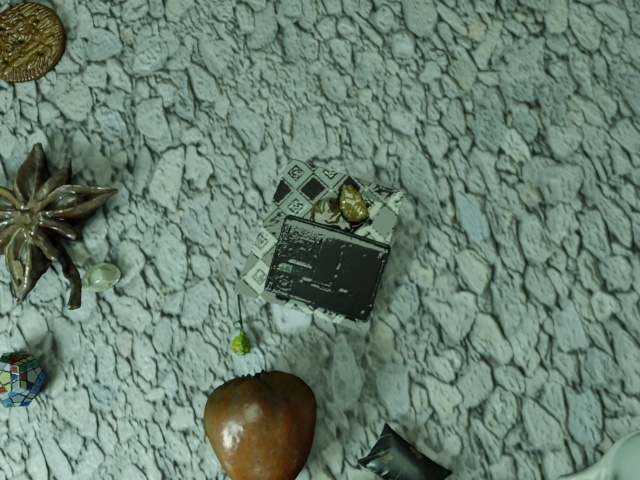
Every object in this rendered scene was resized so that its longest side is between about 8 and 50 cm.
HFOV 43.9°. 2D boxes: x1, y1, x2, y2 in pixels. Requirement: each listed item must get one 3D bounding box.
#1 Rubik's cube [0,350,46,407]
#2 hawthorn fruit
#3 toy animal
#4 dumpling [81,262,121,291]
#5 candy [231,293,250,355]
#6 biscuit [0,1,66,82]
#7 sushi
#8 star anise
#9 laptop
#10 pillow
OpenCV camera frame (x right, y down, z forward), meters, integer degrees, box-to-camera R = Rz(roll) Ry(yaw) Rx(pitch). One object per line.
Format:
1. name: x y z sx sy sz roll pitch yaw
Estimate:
1. Rubik's cube: -0.581 0.265 1.518 0.111 0.111 0.093 -27 52 1
2. hawthorn fruit: -0.098 0.353 1.393 0.200 0.199 0.251 -8 90 6
3. toy animal: 0.499 0.425 1.286 0.289 0.249 0.174 -44 112 -38
4. dumpling: -0.433 0.070 1.569 0.077 0.043 0.059 -31 58 16
5. candy: -0.154 0.160 1.517 0.035 0.035 0.122 -26 61 43
6. biscuit: -0.639 -0.428 1.711 0.188 0.027 0.187 -2 77 8
7. sushi: 0.000 0.000 1.519 0.264 0.050 0.289 18 81 11
8. star anise: -0.551 -0.030 1.573 0.350 0.109 0.292 27 87 21
9. laptop: 0.013 0.051 1.471 0.207 0.026 0.153 17 96 0
10. pillow: 0.148 0.405 1.412 0.150 0.048 0.090 35 93 9
